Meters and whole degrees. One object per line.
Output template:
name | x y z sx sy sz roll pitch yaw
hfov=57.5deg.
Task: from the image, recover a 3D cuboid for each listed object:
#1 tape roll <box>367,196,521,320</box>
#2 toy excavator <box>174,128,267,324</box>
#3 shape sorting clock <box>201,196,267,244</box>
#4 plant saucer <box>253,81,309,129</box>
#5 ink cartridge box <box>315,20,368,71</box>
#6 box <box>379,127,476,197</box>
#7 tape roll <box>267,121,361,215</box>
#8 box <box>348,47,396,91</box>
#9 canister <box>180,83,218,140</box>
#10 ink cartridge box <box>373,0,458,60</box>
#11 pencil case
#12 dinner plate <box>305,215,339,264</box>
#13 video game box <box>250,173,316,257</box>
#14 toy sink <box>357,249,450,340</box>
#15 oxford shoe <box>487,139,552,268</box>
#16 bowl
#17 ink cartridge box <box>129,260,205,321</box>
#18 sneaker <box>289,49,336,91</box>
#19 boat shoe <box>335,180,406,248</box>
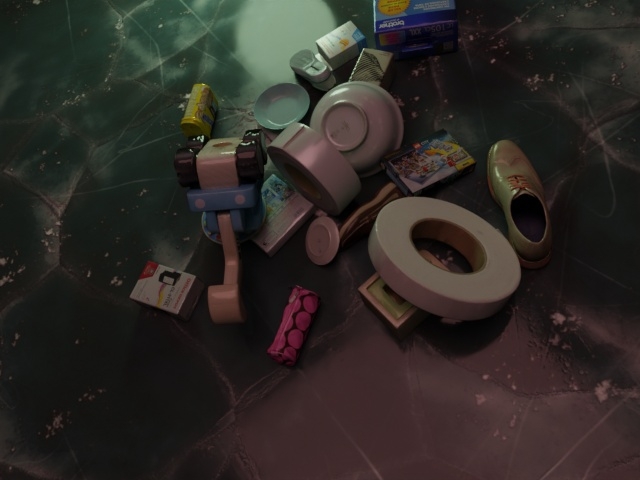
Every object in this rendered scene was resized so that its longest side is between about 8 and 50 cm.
tape roll | 0.314 0.034 1.483 0.392 0.072 0.392 12 39 -10
toy excavator | -0.247 -0.048 1.615 0.223 0.444 0.433 -6 23 4
shape sorting clock | -0.261 -0.078 1.759 0.206 0.040 0.206 -6 63 12
plant saucer | -0.127 -0.443 1.957 0.195 0.037 0.194 -5 64 11
ink cartridge box | 0.057 -0.660 2.005 0.181 0.061 0.104 -32 61 -3
box | 0.314 -0.224 1.707 0.233 0.044 0.159 -26 60 -18
tape roll | -0.020 -0.202 1.674 0.286 0.286 0.100 38 79 26
box | 0.146 -0.477 1.876 0.113 0.094 0.275 15 69 18
canister | -0.404 -0.424 1.966 0.073 0.126 0.169 1 63 14
ink cartridge box | 0.312 -0.757 1.946 0.270 0.151 0.395 -6 65 11
pencil case | -0.076 0.230 1.583 0.095 0.098 0.209 13 69 19
dinner plate | 0.000 0.000 1.676 0.141 0.017 0.141 -4 85 47
video game box | -0.148 -0.077 1.778 0.187 0.048 0.205 39 79 25
toy sink | 0.239 0.120 1.542 0.234 0.131 0.153 -40 63 -8
oxford shoe | 0.548 -0.128 1.579 0.141 0.146 0.396 -14 62 7
bowl | 0.087 -0.332 1.724 0.298 0.134 0.297 2 95 19
ink cartridge box | -0.451 0.149 1.726 0.175 0.072 0.127 14 68 20
sneaker | -0.030 -0.565 1.969 0.094 0.091 0.258 -35 41 1
boat shoe | 0.154 -0.060 1.674 0.257 0.095 0.095 -44 69 -10
